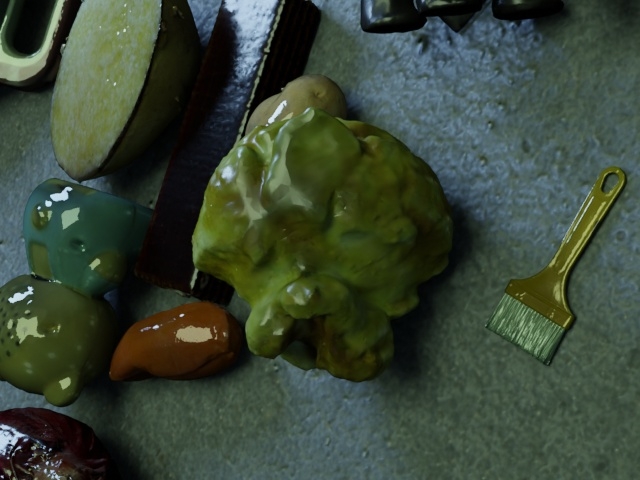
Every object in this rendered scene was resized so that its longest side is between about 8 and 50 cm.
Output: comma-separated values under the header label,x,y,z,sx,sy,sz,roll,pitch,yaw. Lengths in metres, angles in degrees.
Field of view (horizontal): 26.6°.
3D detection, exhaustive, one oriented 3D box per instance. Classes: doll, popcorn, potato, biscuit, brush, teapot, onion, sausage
label,x,y,z,sx,sy,sz,roll,pitch,yaw
doll,-0.309,0.063,1.640,0.177,0.161,0.260,17,85,40
popcorn,-0.003,0.004,1.378,0.276,0.225,0.276,-2,84,15
potato,-0.236,-0.214,1.704,0.239,0.116,0.299,41,112,44
potato,-0.028,-0.120,1.526,0.112,0.112,0.147,29,88,39
biscuit,-0.110,-0.120,1.605,0.107,0.073,0.388,15,85,38
brush,0.243,0.017,1.338,0.083,0.011,0.205,34,96,40
teapot,-0.484,-0.345,1.886,0.315,0.233,0.312,6,86,10
onion,-0.342,0.330,1.549,0.281,0.221,0.281,-31,50,46
sausage,-0.166,0.122,1.565,0.179,0.089,0.089,-15,67,27

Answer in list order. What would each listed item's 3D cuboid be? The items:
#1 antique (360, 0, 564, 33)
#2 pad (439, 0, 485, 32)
label,x,y,z,sx,sy,sz,roll,pitch,yaw
antique,0.175,-0.352,1.357,0.322,0.185,0.255,-3,89,13
pad,0.105,-0.400,1.478,0.300,0.005,0.202,42,104,6
